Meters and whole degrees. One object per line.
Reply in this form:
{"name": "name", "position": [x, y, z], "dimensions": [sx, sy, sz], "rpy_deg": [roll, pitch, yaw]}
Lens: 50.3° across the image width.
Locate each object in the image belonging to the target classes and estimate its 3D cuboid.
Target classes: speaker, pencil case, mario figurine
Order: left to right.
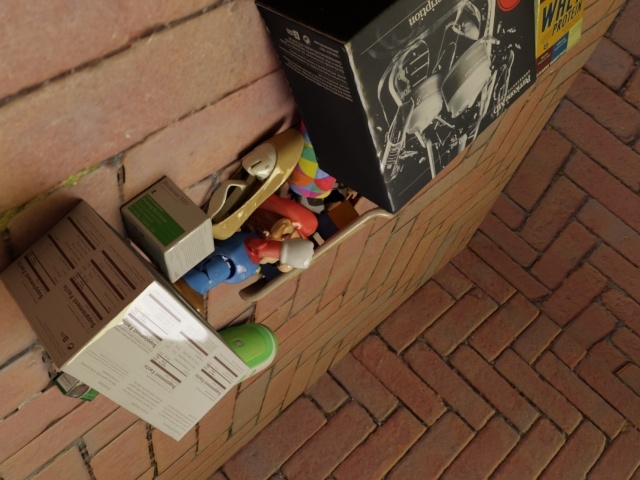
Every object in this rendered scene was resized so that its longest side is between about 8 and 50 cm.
{"name": "speaker", "position": [-0.225, 0.285, 1.635], "dimensions": [0.131, 0.131, 0.296], "rpy_deg": [-54, 162, 24]}
{"name": "mario figurine", "position": [-0.127, 0.047, 1.235], "dimensions": [0.320, 0.198, 0.170], "rpy_deg": [-33, 147, -27]}
{"name": "pencil case", "position": [-0.002, -0.174, 1.191], "dimensions": [0.104, 0.104, 0.236], "rpy_deg": [-36, 162, -31]}

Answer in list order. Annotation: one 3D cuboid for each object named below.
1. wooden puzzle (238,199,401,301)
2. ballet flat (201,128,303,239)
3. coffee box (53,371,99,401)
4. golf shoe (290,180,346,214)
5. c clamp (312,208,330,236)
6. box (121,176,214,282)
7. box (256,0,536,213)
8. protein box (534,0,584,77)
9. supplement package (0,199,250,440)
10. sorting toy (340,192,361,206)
{"name": "wooden puzzle", "position": [0.000, 0.000, 1.471], "dimensions": [0.347, 0.081, 0.322], "rpy_deg": [-32, 179, 11]}
{"name": "ballet flat", "position": [-0.117, -0.096, 1.125], "dimensions": [0.232, 0.080, 0.073], "rpy_deg": [-51, 148, 9]}
{"name": "coffee box", "position": [-0.379, 0.209, 1.232], "dimensions": [0.184, 0.040, 0.113], "rpy_deg": [-44, 163, -10]}
{"name": "golf shoe", "position": [0.033, -0.124, 1.393], "dimensions": [0.198, 0.094, 0.077], "rpy_deg": [-42, 162, -22]}
{"name": "c clamp", "position": [-0.005, -0.057, 1.574], "dimensions": [0.137, 0.022, 0.161], "rpy_deg": [-46, 163, -5]}
{"name": "box", "position": [-0.221, -0.015, 1.001], "dimensions": [0.087, 0.101, 0.102], "rpy_deg": [-40, 162, -23]}
{"name": "box", "position": [0.131, -0.276, 0.970], "dimensions": [0.343, 0.179, 0.313], "rpy_deg": [-42, 143, -15]}
{"name": "protein box", "position": [0.332, -0.424, 1.171], "dimensions": [0.136, 0.199, 0.201], "rpy_deg": [-42, 146, -16]}
{"name": "supplement package", "position": [-0.253, 0.112, 0.908], "dimensions": [0.145, 0.204, 0.262], "rpy_deg": [-44, 142, -10]}
{"name": "sorting toy", "position": [0.082, -0.116, 1.636], "dimensions": [0.102, 0.042, 0.061], "rpy_deg": [-51, -177, -30]}
